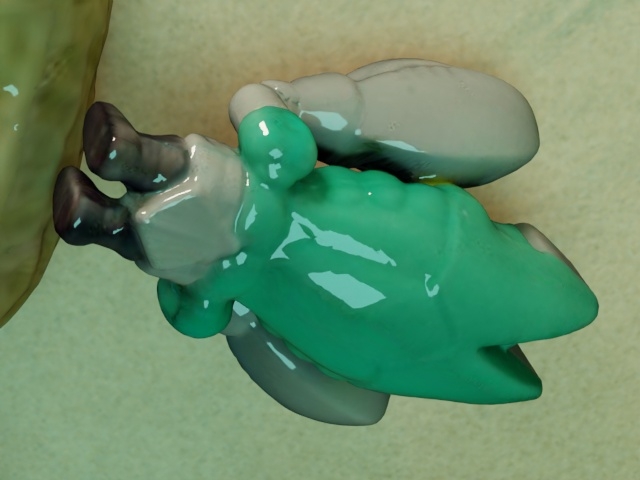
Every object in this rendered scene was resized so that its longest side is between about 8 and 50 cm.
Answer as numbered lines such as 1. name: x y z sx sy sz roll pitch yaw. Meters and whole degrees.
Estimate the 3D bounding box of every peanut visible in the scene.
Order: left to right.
1. peanut: -0.171 -0.099 0.578 0.153 0.140 0.325 11 110 9

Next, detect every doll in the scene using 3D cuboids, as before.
1. doll: 0.015 -0.013 0.616 0.195 0.153 0.258 -34 126 11
